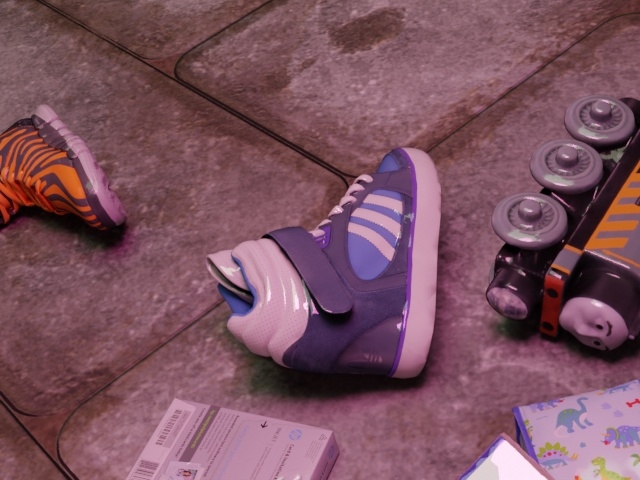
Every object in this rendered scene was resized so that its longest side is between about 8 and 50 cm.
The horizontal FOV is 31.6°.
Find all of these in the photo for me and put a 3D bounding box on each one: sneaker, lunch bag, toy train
[{"bbox_3d":[-0.379,-0.060,1.491,0.180,0.124,0.321,-33,33,-13],"label":"sneaker"},{"bbox_3d":[0.000,0.001,1.224,0.236,0.130,0.322,11,48,-7],"label":"sneaker"},{"bbox_3d":[0.249,0.208,0.986,0.129,0.096,0.151,-15,31,1],"label":"lunch bag"},{"bbox_3d":[0.311,-0.027,1.205,0.190,0.142,0.334,23,54,25],"label":"toy train"}]

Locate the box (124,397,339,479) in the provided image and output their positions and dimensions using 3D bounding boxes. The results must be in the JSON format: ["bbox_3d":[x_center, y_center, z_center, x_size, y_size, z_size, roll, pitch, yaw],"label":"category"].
[{"bbox_3d":[-0.094,0.235,1.112,0.186,0.038,0.145,6,46,26],"label":"box"}]

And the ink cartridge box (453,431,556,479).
[{"bbox_3d":[0.136,0.344,0.766,0.303,0.072,0.307,-44,57,-6],"label":"ink cartridge box"}]
